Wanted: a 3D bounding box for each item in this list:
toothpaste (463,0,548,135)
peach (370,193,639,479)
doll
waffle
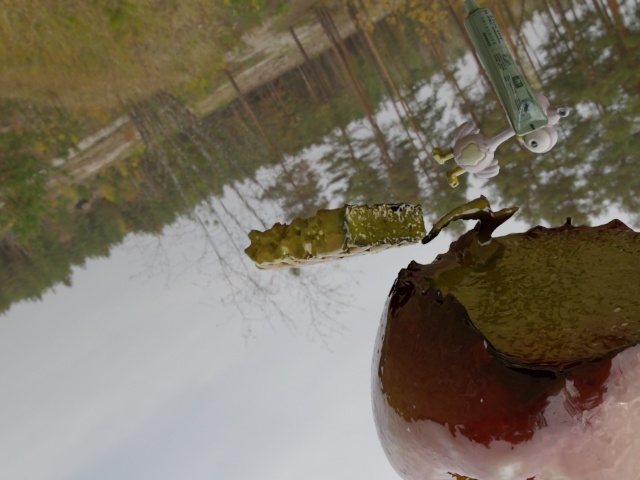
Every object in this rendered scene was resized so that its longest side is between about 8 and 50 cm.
[{"bbox_3d":[0.260,-0.254,0.905,0.064,0.218,0.041,-22,174,-24],"label":"toothpaste"},{"bbox_3d":[0.227,0.141,0.647,0.335,0.309,0.406,7,-158,23],"label":"peach"},{"bbox_3d":[0.452,-0.255,1.567,0.365,0.160,0.094,-24,-172,48],"label":"doll"},{"bbox_3d":[0.000,0.000,0.775,0.211,0.055,0.161,-12,175,40],"label":"waffle"}]
